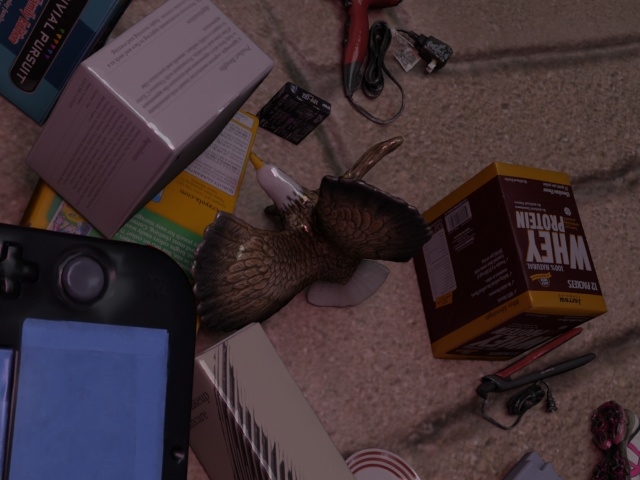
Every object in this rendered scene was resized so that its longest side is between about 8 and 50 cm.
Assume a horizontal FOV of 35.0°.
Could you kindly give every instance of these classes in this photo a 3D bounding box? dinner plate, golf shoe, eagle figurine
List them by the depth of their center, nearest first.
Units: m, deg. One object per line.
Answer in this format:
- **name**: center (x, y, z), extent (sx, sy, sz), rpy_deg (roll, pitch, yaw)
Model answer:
- **eagle figurine**: center (-0.010, -0.006, 1.114), extent (0.225, 0.226, 0.298), rpy_deg (18, 18, -5)
- **dinner plate**: center (0.068, 0.307, 1.151), extent (0.141, 0.017, 0.141), rpy_deg (16, 57, -27)
- **golf shoe**: center (0.411, 0.309, 1.358), extent (0.086, 0.067, 0.186), rpy_deg (31, 51, -19)

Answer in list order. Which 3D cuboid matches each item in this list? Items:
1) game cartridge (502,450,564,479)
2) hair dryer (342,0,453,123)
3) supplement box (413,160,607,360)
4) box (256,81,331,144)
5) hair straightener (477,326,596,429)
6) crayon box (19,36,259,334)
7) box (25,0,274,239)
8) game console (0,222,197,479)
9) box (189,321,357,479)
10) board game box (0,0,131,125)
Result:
- **game cartridge**: center (0.291, 0.427, 1.218), extent (0.198, 0.062, 0.297), rpy_deg (-33, 86, -38)
- **hair dryer**: center (0.063, -0.331, 1.467), extent (0.293, 0.080, 0.223), rpy_deg (48, 49, -2)
- **supplement box**: center (0.233, 0.033, 1.305), extent (0.129, 0.191, 0.194), rpy_deg (6, 63, -33)
- **box**: center (-0.036, -0.161, 1.298), extent (0.067, 0.083, 0.018), rpy_deg (24, 54, -22)
- **hair straightener**: center (0.293, 0.191, 1.355), extent (0.230, 0.047, 0.089), rpy_deg (-19, 77, -40)
- **crayon box**: center (-0.203, -0.044, 1.114), extent (0.203, 0.083, 0.323), rpy_deg (27, 51, -20)
- **box**: center (-0.169, -0.127, 1.007), extent (0.119, 0.182, 0.181), rpy_deg (44, 48, -4)
- **game console**: center (-0.267, 0.179, 0.870), extent (0.342, 0.060, 0.387), rpy_deg (11, 76, -40)
- **box**: center (-0.047, 0.233, 1.050), extent (0.094, 0.113, 0.275), rpy_deg (-28, 82, -40)
- **board game box**: center (-0.362, -0.308, 1.037), extent (0.336, 0.254, 0.079), rpy_deg (39, 49, -12)
